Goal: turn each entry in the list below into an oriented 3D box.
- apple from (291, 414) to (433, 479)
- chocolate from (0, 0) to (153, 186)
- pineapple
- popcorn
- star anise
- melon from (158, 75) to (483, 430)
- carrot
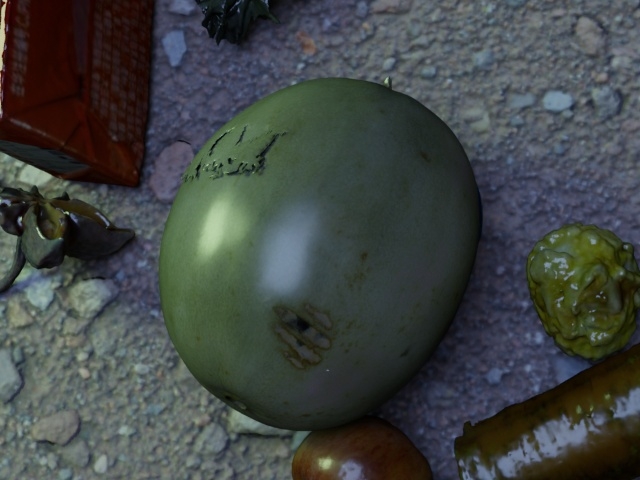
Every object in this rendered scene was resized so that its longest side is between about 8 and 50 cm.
[{"bbox_3d":[0.038,0.211,1.594,0.102,0.126,0.126,-41,70,-14],"label":"apple"},{"bbox_3d":[-0.263,-0.189,1.718,0.108,0.235,0.237,-3,76,26],"label":"chocolate"},{"bbox_3d":[-0.023,-0.290,1.741,0.251,0.125,0.125,-41,70,9],"label":"pineapple"},{"bbox_3d":[0.239,0.043,1.585,0.106,0.116,0.120,-19,72,-8],"label":"popcorn"},{"bbox_3d":[-0.322,0.046,1.751,0.218,0.148,0.227,22,113,-13],"label":"star anise"},{"bbox_3d":[0.000,0.000,1.577,0.268,0.268,0.330,23,72,19],"label":"melon"},{"bbox_3d":[0.256,0.158,1.555,0.302,0.114,0.114,-24,72,10],"label":"carrot"}]
